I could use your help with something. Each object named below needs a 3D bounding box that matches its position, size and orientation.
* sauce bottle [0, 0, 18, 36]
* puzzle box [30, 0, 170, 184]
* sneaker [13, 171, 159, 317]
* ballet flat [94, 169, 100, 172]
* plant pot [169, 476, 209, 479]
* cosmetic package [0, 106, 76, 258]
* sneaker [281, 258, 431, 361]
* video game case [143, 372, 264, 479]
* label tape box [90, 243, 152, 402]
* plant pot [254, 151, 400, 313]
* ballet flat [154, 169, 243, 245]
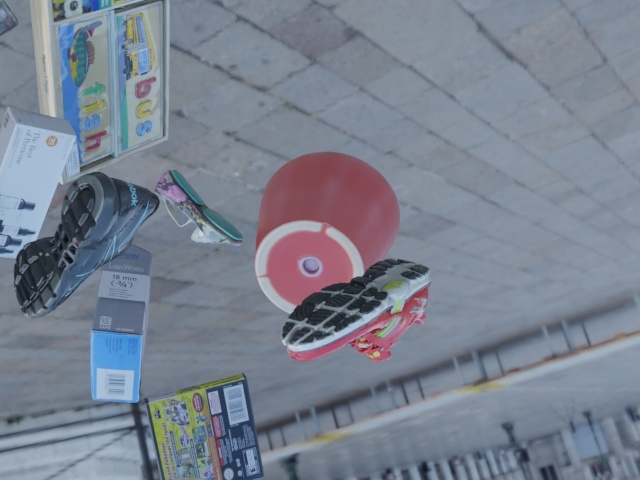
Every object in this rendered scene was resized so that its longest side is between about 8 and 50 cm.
[{"bbox_3d":[-0.569,-0.235,1.150,0.344,0.111,0.111,-34,165,-7],"label":"sauce bottle"},{"bbox_3d":[-0.387,-0.326,1.601,0.272,0.052,0.409,-34,142,-42],"label":"puzzle box"},{"bbox_3d":[-0.307,0.017,1.146,0.106,0.101,0.267,-2,148,-50],"label":"sneaker"},{"bbox_3d":[-0.616,-0.304,2.198,0.123,0.349,0.123,-11,143,-9],"label":"ballet flat"},{"bbox_3d":[-0.221,0.511,1.446,0.236,0.236,0.032,-7,165,-27],"label":"plant pot"},{"bbox_3d":[-0.472,-0.084,1.380,0.099,0.060,0.239,7,120,-40],"label":"cosmetic package"},{"bbox_3d":[0.064,0.117,1.198,0.107,0.118,0.279,13,-155,42],"label":"sneaker"},{"bbox_3d":[-0.279,0.480,2.135,0.248,0.275,0.035,-13,-164,-15],"label":"video game case"},{"bbox_3d":[-0.421,0.140,1.891,0.105,0.334,0.241,5,136,-10],"label":"label tape box"},{"bbox_3d":[0.000,0.000,1.615,0.275,0.275,0.243,-22,-160,19],"label":"plant pot"},{"bbox_3d":[-0.254,-0.049,1.799,0.079,0.221,0.077,-48,170,14],"label":"ballet flat"}]
